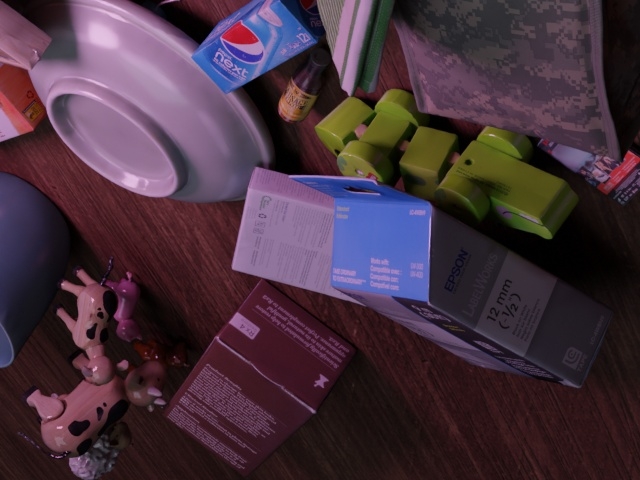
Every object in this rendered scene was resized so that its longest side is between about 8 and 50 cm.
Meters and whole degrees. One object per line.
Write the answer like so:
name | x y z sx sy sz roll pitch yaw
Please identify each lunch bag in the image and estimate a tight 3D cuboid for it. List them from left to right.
lunch bag | 0.190 -0.241 1.356 0.235 0.169 0.287 17 149 31

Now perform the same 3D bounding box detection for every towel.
towel | 0.015 -0.329 1.331 0.038 0.325 0.248 -8 148 -12

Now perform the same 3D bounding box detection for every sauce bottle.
sauce bottle | -0.018 -0.189 1.756 0.042 0.042 0.128 34 149 3

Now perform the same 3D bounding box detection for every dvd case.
dvd case | 0.306 -0.094 1.592 0.119 0.013 0.087 34 149 1

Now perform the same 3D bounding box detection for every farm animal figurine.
farm animal figurine | -0.353 0.232 2.402 0.172 0.327 0.330 33 171 37

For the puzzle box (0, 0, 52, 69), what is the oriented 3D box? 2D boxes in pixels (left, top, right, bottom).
puzzle box | -0.544 -0.356 1.814 0.409 0.052 0.272 36 173 -27

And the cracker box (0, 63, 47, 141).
cracker box | -0.519 -0.223 2.182 0.232 0.067 0.156 -9 127 51

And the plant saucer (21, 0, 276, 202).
plant saucer | -0.253 -0.162 1.934 0.400 0.100 0.400 27 153 15

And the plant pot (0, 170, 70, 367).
plant pot | -0.553 0.028 2.395 0.293 0.235 0.293 26 148 18

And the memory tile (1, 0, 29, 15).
memory tile | -0.431 -0.323 2.012 0.148 0.012 0.113 -9 127 49

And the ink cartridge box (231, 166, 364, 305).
ink cartridge box | 0.000 0.000 1.970 0.224 0.045 0.223 17 148 -1

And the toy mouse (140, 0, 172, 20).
toy mouse | -0.241 -0.305 1.828 0.143 0.031 0.161 17 144 29

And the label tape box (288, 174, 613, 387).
label tape box | 0.131 0.045 1.710 0.347 0.115 0.249 27 171 -24

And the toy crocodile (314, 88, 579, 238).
toy crocodile | 0.137 -0.084 1.678 0.340 0.115 0.105 22 153 27

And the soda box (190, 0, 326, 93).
soda box | -0.063 -0.244 1.695 0.067 0.071 0.210 45 148 -16

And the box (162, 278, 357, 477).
box | -0.107 0.229 2.325 0.191 0.143 0.381 37 151 -1
